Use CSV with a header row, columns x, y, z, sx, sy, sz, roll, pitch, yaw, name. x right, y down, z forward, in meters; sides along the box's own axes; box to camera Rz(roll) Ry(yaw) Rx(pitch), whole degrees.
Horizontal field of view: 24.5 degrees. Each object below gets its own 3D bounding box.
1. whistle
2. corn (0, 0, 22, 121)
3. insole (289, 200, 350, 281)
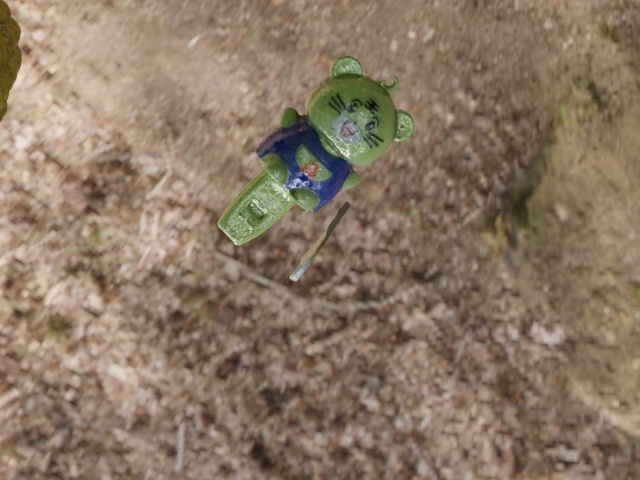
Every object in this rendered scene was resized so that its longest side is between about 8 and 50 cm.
x,y,z,sx,sy,sz,roll,pitch,yaw,name
-0.010,-0.082,1.437,0.227,0.085,0.105,-42,102,8,whistle
-0.246,-0.070,0.884,0.101,0.292,0.101,2,122,3,corn
0.000,0.000,1.626,0.010,0.192,0.063,37,113,-1,insole
